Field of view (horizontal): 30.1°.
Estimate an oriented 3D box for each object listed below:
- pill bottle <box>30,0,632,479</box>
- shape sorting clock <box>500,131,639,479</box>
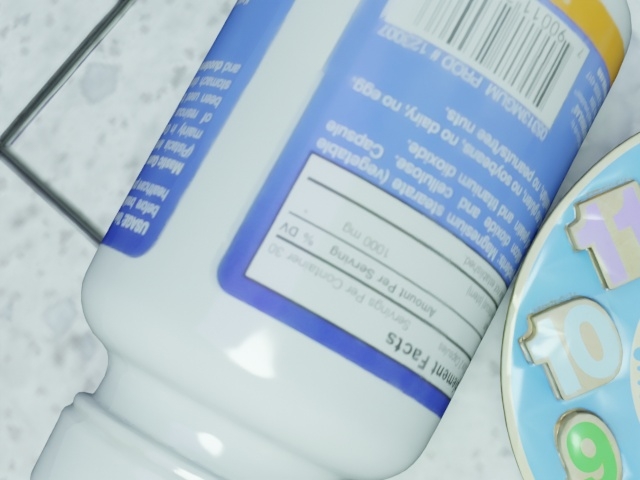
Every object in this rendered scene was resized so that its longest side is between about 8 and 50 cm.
[{"bbox_3d":[0.000,0.000,0.477,0.152,0.152,0.272,26,83,21],"label":"pill bottle"},{"bbox_3d":[0.170,0.048,0.443,0.206,0.040,0.206,0,89,3],"label":"shape sorting clock"}]
